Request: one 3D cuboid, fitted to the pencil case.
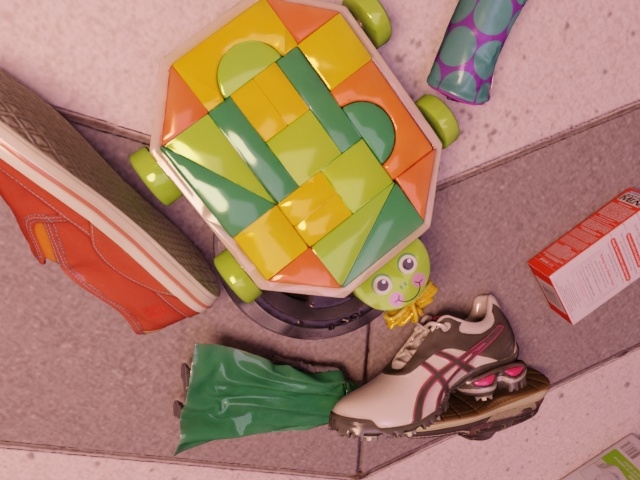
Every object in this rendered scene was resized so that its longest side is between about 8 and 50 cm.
[{"bbox_3d":[0.165,-0.213,0.567,0.070,0.064,0.151,20,106,-7],"label":"pencil case"}]

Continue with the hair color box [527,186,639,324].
[{"bbox_3d":[0.363,0.020,0.731,0.167,0.053,0.093,-35,116,1],"label":"hair color box"}]

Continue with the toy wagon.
[{"bbox_3d":[0.007,-0.056,0.535,0.267,0.068,0.344,-38,100,-5],"label":"toy wagon"}]

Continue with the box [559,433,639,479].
[{"bbox_3d":[0.473,0.463,0.833,0.231,0.262,0.126,-33,118,-3],"label":"box"}]

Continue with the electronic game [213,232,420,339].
[{"bbox_3d":[0.000,0.000,0.614,0.229,0.048,0.229,-3,105,-13],"label":"electronic game"}]

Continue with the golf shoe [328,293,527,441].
[{"bbox_3d":[0.122,0.153,0.687,0.273,0.105,0.120,-15,93,-27],"label":"golf shoe"}]

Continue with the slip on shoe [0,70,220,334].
[{"bbox_3d":[-0.228,-0.028,0.499,0.101,0.123,0.331,-37,122,5],"label":"slip on shoe"}]

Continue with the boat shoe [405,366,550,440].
[{"bbox_3d":[0.207,0.232,0.757,0.224,0.080,0.073,-11,110,-17],"label":"boat shoe"}]

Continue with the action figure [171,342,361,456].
[{"bbox_3d":[-0.050,0.182,0.667,0.232,0.063,0.137,8,108,-27],"label":"action figure"}]
